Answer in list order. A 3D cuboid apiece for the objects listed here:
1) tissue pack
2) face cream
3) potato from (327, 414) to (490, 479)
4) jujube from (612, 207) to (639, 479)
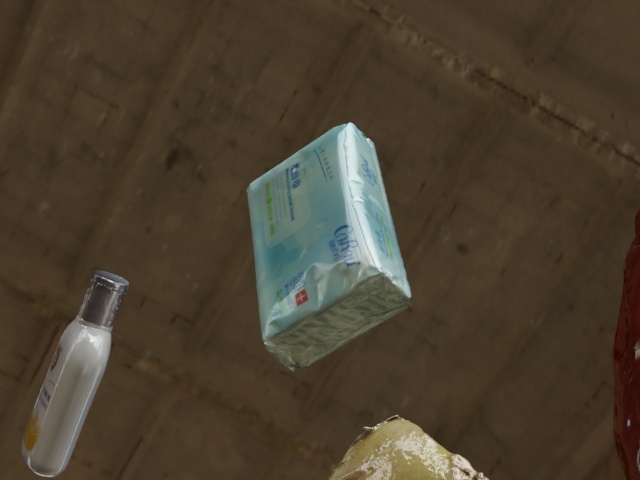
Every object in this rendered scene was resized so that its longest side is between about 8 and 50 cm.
[{"bbox_3d":[0.000,0.000,1.233,0.177,0.263,0.089,-32,-47,22],"label":"tissue pack"},{"bbox_3d":[-0.349,0.186,1.492,0.071,0.144,0.291,20,-82,-22],"label":"face cream"},{"bbox_3d":[0.121,0.371,1.275,0.264,0.189,0.211,12,-56,56],"label":"potato"},{"bbox_3d":[0.229,0.042,0.495,0.174,0.174,0.251,7,-105,8],"label":"jujube"}]
